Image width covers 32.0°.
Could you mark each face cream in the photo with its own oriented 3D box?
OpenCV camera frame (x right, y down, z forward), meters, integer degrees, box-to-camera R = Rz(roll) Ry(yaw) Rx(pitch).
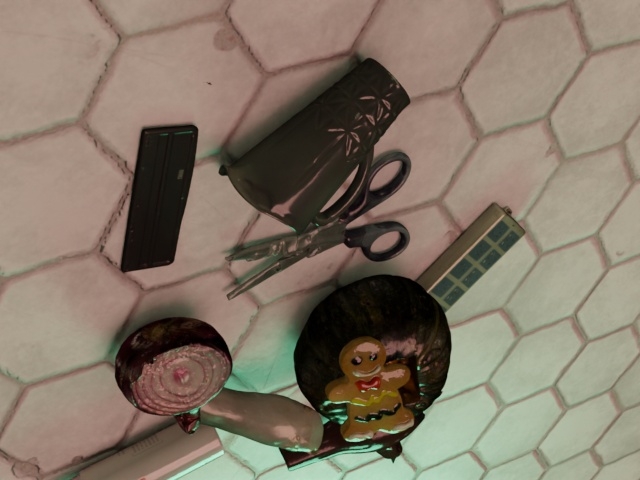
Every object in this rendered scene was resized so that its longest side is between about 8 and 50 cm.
[{"bbox_3d":[-0.352,0.438,2.091,0.345,0.102,0.102,-26,138,-14],"label":"face cream"}]

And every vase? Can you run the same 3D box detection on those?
[{"bbox_3d":[0.009,-0.147,1.786,0.301,0.156,0.251,-45,137,-1],"label":"vase"}]

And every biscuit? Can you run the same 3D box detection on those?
[{"bbox_3d":[0.090,0.273,2.022,0.158,0.035,0.240,-17,126,-4],"label":"biscuit"}]

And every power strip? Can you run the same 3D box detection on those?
[{"bbox_3d":[0.260,0.077,2.246,0.367,0.043,0.106,-46,139,9],"label":"power strip"}]

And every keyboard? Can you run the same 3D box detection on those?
[{"bbox_3d":[-0.242,-0.102,1.726,0.103,0.041,0.381,-9,138,-31],"label":"keyboard"}]

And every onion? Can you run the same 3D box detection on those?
[{"bbox_3d":[-0.249,0.235,1.928,0.195,0.140,0.218,-26,126,-16],"label":"onion"}]

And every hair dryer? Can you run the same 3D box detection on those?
[{"bbox_3d":[0.091,0.452,2.453,0.312,0.123,0.340,-25,150,1],"label":"hair dryer"}]

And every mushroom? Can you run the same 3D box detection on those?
[{"bbox_3d":[-0.147,0.320,2.074,0.351,0.097,0.109,17,162,-18],"label":"mushroom"}]

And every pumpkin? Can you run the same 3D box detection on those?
[{"bbox_3d":[0.101,0.218,2.124,0.320,0.192,0.321,-5,126,-7],"label":"pumpkin"}]

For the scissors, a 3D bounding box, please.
[{"bbox_3d":[0.000,0.000,1.993,0.383,0.029,0.256,-25,139,-18],"label":"scissors"}]
